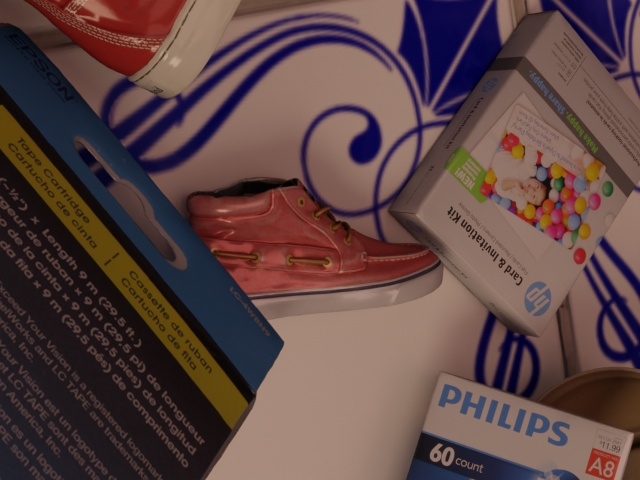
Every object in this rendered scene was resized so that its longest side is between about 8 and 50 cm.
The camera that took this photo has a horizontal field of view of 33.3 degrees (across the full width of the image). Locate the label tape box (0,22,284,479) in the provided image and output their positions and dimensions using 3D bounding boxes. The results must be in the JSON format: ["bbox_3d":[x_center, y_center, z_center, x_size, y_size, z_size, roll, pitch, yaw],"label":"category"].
[{"bbox_3d":[-0.174,0.052,0.474,0.115,0.347,0.249,-36,98,23],"label":"label tape box"}]

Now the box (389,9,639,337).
[{"bbox_3d":[0.153,-0.048,0.771,0.145,0.038,0.186,43,75,-25],"label":"box"}]

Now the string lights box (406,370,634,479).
[{"bbox_3d":[0.107,0.231,0.711,0.077,0.133,0.259,33,74,-72],"label":"string lights box"}]

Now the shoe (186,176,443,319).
[{"bbox_3d":[0.000,0.000,0.674,0.178,0.063,0.081,-7,103,-24],"label":"shoe"}]

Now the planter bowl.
[{"bbox_3d":[0.230,0.180,0.781,0.109,0.162,0.162,24,82,-55],"label":"planter bowl"}]

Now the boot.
[{"bbox_3d":[-0.091,-0.221,0.550,0.176,0.088,0.244,32,83,-26],"label":"boot"}]
